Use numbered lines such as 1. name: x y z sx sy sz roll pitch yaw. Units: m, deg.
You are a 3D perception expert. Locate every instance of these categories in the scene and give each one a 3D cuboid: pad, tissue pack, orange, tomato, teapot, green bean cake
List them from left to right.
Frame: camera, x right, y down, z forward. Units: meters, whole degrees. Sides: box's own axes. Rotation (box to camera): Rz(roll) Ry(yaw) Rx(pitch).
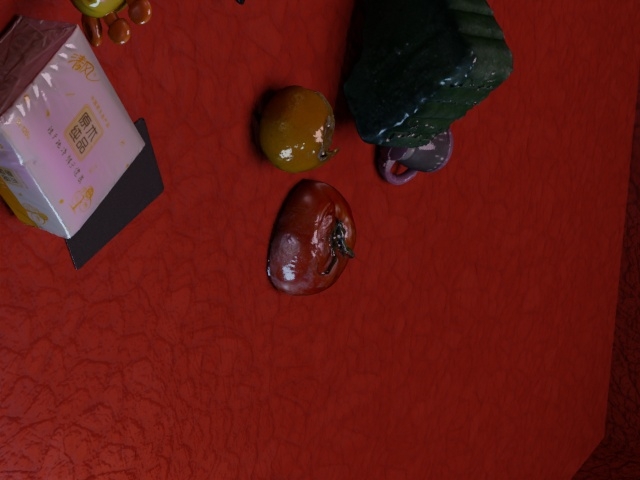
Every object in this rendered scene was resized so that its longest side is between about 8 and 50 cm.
1. tissue pack: -0.358 -0.147 1.629 0.185 0.124 0.225 -58 146 -27
2. pad: -0.313 -0.071 1.854 0.211 0.003 0.143 -47 140 -37
3. orange: -0.032 -0.187 2.130 0.156 0.134 0.157 -37 144 -34
4. tomato: 0.002 0.002 2.304 0.228 0.101 0.228 -26 122 -52
5. teapot: 0.176 -0.191 2.511 0.146 0.148 0.116 1 67 -47
6. green bean cake: 0.175 -0.358 2.279 0.169 0.300 0.308 -1 63 -45

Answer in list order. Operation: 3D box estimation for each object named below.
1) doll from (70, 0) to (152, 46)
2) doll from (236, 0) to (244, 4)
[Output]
1. doll: -0.280 -0.353 1.579 0.143 0.221 0.135 -37 163 29
2. doll: -0.159 -0.438 1.872 0.219 0.067 0.091 36 76 -52
